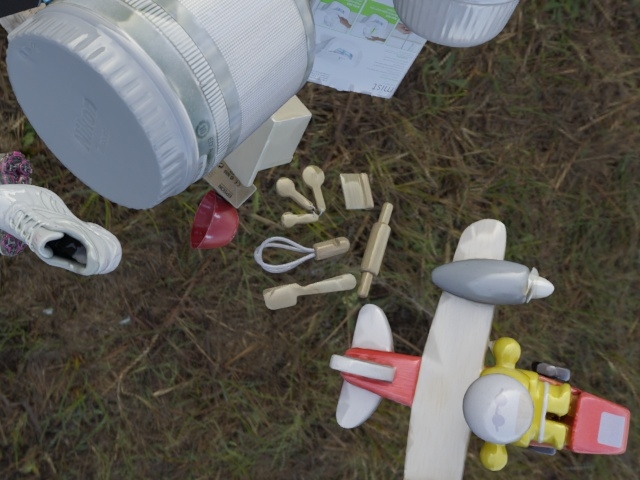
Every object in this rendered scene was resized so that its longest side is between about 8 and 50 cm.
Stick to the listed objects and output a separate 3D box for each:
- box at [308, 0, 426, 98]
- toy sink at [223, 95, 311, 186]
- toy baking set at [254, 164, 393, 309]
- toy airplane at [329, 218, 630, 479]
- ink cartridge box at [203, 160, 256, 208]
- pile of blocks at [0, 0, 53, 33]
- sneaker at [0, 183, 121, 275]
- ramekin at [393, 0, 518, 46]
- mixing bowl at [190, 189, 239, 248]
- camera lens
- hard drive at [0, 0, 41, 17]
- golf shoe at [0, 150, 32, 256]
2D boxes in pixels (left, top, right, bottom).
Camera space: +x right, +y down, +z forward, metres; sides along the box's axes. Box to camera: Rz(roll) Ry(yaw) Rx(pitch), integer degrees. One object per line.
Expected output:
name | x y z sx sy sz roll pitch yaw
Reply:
box | 0.066 -0.410 1.175 0.262 0.126 0.231 3 139 -31
toy sink | -0.145 -0.275 1.582 0.131 0.152 0.234 -21 153 -39
toy baking set | 0.007 0.001 0.940 0.197 0.030 0.256 19 69 -12
toy airplane | 0.198 0.211 0.868 0.384 0.272 0.386 -31 83 -4
ink cartridge box | -0.300 -0.205 1.775 0.235 0.193 0.088 44 86 -13
pile of blocks | -0.676 -0.570 1.607 0.112 0.362 0.148 81 27 -66
sneaker | -0.429 -0.019 0.970 0.232 0.115 0.090 27 97 -4
ramekin | 0.209 -0.391 0.957 0.207 0.207 0.109 -17 147 -21
mixing bowl | -0.302 -0.049 1.824 0.098 0.181 0.181 18 99 -26
camera lens | -0.152 -0.192 0.667 0.274 0.219 0.219 -51 126 -34
hard drive | -0.563 -0.448 1.067 0.172 0.255 0.054 -27 97 -19
golf shoe | -0.561 -0.062 1.110 0.067 0.086 0.186 10 76 -63
